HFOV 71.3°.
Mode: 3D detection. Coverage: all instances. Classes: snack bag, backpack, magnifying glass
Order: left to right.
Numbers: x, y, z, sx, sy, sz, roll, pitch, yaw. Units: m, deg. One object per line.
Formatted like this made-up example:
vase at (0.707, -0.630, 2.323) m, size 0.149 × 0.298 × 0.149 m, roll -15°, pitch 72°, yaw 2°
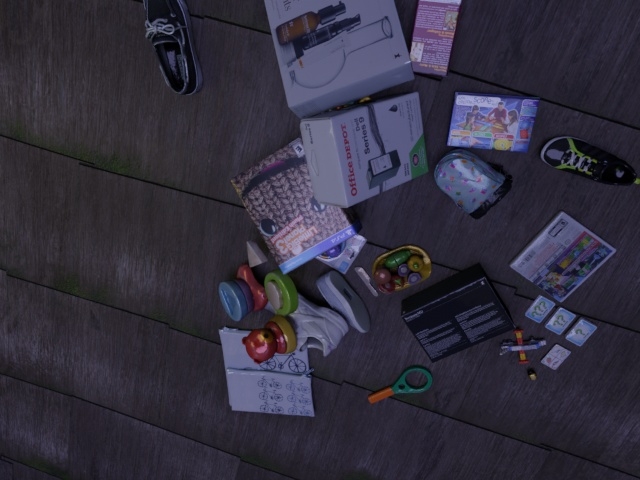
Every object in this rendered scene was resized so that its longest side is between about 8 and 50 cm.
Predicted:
snack bag at (-0.182, 0.456, 1.543) m, size 0.323 × 0.037 × 0.342 m, roll 2°, pitch 110°, yaw 11°
magnifying glass at (0.260, 0.481, 1.471) m, size 0.231 × 0.026 × 0.092 m, roll -32°, pitch 101°, yaw 19°
backpack at (0.383, -0.157, 1.154) m, size 0.182 × 0.115 × 0.152 m, roll 39°, pitch 115°, yaw -2°

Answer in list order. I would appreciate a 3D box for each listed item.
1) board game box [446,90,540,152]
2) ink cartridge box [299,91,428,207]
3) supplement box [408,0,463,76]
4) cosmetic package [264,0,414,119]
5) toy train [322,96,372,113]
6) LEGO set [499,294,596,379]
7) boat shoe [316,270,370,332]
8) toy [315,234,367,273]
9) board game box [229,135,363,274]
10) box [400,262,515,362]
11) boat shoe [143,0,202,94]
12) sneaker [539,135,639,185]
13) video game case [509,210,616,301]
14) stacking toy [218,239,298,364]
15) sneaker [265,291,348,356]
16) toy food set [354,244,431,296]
board game box at (0.432, -0.301, 1.132) m, size 0.201 × 0.035 × 0.136 m, roll 8°, pitch 112°, yaw 8°
ink cartridge box at (0.114, -0.223, 1.085) m, size 0.121 × 0.289 × 0.211 m, roll 15°, pitch 124°, yaw 51°
supplement box at (0.270, -0.495, 1.066) m, size 0.104 × 0.081 × 0.188 m, roll 10°, pitch 112°, yaw 7°
cosmetic package at (0.029, -0.508, 1.026) m, size 0.284 × 0.097 × 0.377 m, roll -16°, pitch 81°, yaw 14°
toy train at (0.088, -0.330, 1.179) m, size 0.166 × 0.046 × 0.125 m, roll 31°, pitch 111°, yaw -6°
LEGO set at (0.651, 0.303, 1.306) m, size 0.182 × 0.060 × 0.244 m, roll 30°, pitch 114°, yaw 3°
boat shoe at (0.069, 0.194, 1.379) m, size 0.081 × 0.079 × 0.227 m, roll -25°, pitch 106°, yaw 39°
toy at (0.000, 0.000, 1.322) m, size 0.237 × 0.056 × 0.137 m, roll 31°, pitch 114°, yaw -1°
board game box at (-0.061, -0.096, 1.215) m, size 0.232 × 0.141 × 0.291 m, roll -30°, pitch 92°, yaw 14°
box at (0.392, 0.213, 1.298) m, size 0.261 × 0.103 × 0.184 m, roll -30°, pitch 105°, yaw 20°
boat shoe at (-0.405, -0.539, 1.173) m, size 0.113 × 0.105 × 0.306 m, roll -4°, pitch 110°, yaw 13°
sneaker at (0.664, -0.193, 1.092) m, size 0.235 × 0.097 × 0.084 m, roll 18°, pitch 112°, yaw 5°
video game case at (0.659, 0.047, 1.225) m, size 0.183 × 0.023 × 0.201 m, roll 35°, pitch 112°, yaw -3°
stacking toy at (-0.198, 0.180, 1.293) m, size 0.309 × 0.130 × 0.279 m, roll 43°, pitch 138°, yaw 32°
sneaker at (-0.074, 0.242, 1.353) m, size 0.305 × 0.152 × 0.114 m, roll 21°, pitch 144°, yaw 21°
toy food set at (0.218, 0.101, 1.307) m, size 0.218 × 0.071 × 0.128 m, roll -25°, pitch 104°, yaw 19°
